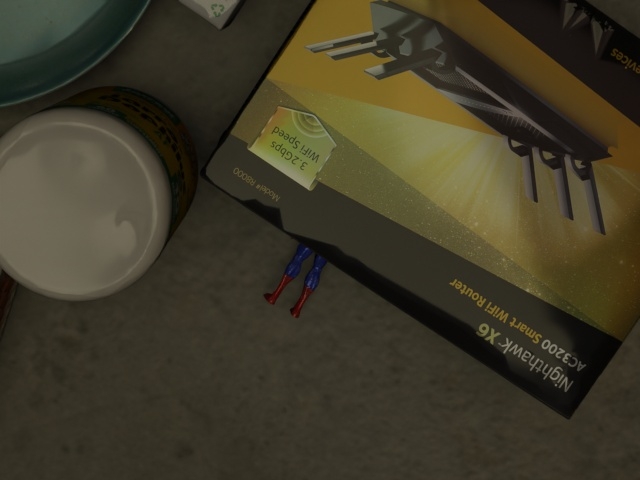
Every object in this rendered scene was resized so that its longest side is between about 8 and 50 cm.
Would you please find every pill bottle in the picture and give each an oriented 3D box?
[{"bbox_3d":[-0.143,-0.040,0.812,0.118,0.208,0.117,0,102,1],"label":"pill bottle"}]

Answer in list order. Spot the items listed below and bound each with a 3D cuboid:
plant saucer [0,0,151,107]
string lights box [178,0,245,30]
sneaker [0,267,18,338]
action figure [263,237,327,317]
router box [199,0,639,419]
[{"bbox_3d":[-0.253,-0.250,0.855,0.318,0.044,0.317,0,101,1],"label":"plant saucer"},{"bbox_3d":[-0.133,-0.264,0.789,0.260,0.077,0.133,35,100,-6],"label":"string lights box"},{"bbox_3d":[-0.303,0.068,0.896,0.121,0.108,0.302,20,94,-2],"label":"sneaker"},{"bbox_3d":[0.000,0.000,0.911,0.038,0.030,0.115,32,96,-11],"label":"action figure"},{"bbox_3d":[0.109,-0.062,0.856,0.309,0.081,0.243,33,93,-6],"label":"router box"}]
